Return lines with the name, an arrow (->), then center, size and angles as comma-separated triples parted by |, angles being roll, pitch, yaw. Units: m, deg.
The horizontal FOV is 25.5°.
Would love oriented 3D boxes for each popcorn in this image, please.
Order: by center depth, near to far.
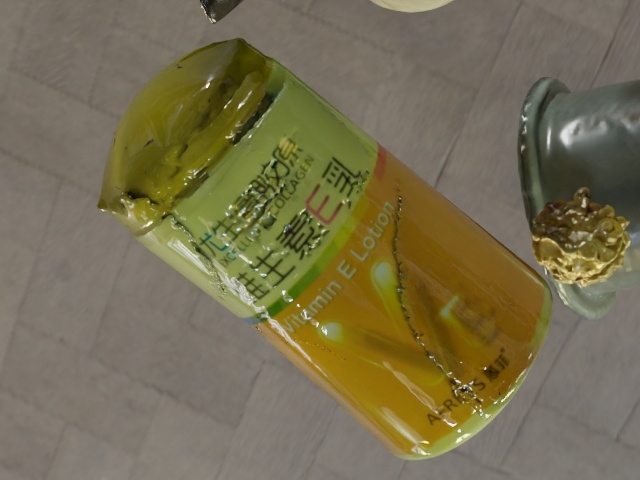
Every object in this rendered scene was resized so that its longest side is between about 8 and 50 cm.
popcorn -> 0.217, -0.002, 1.171 | 0.083, 0.082, 0.057 | -25, 134, -2

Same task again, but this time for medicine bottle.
medicine bottle -> 0.000, 0.000, 0.723 | 0.239, 0.124, 0.124 | 39, 115, -18

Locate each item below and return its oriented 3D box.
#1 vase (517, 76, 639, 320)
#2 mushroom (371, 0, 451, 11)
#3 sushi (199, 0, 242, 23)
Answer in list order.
vase -> 0.359, -0.061, 1.291 | 0.291, 0.245, 0.245 | -10, 106, 28
mushroom -> 0.059, -0.332, 1.378 | 0.202, 0.246, 0.246 | -32, 100, -13
sushi -> -0.032, -0.327, 1.099 | 0.212, 0.215, 0.227 | 0, 147, 32
